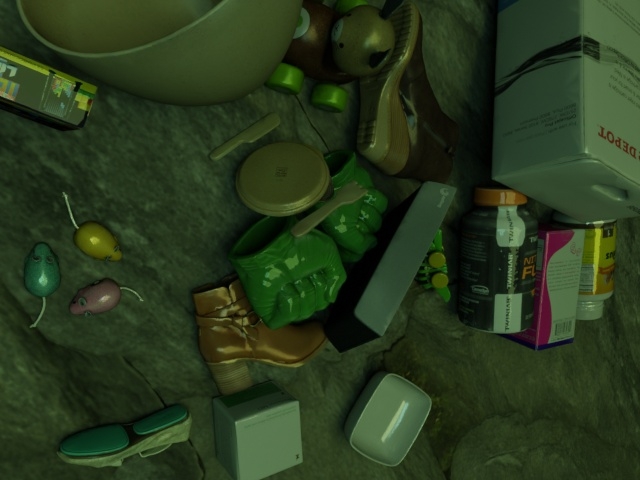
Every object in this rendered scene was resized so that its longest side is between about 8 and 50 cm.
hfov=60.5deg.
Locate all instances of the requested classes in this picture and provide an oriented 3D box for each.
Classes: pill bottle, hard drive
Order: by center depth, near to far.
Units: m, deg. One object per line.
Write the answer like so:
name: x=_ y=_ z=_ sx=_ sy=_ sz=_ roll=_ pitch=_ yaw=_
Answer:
hard drive: x=0.096 y=0.035 z=0.796 sx=0.054 sy=0.172 sz=0.255 roll=34 pitch=64 yaw=-5
pill bottle: x=0.310 y=0.027 z=0.959 sx=0.130 sy=0.130 sz=0.246 roll=-8 pitch=103 yaw=-30
pill bottle: x=0.527 y=0.045 z=1.103 sx=0.117 sy=0.117 sz=0.215 roll=-11 pitch=105 yaw=-30

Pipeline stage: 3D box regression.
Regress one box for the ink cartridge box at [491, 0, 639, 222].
ink cartridge box: x=0.438 y=-0.256 z=0.907 sx=0.285 sy=0.166 sz=0.395 roll=16 pitch=73 yaw=-33

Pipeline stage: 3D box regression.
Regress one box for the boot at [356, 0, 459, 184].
boot: x=0.150 y=-0.216 z=0.861 sx=0.206 sy=0.090 sz=0.249 roll=12 pitch=91 yaw=-45

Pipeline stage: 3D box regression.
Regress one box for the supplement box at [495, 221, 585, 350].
supplement box: x=0.413 y=0.081 z=1.043 sx=0.111 sy=0.114 sz=0.220 roll=-3 pitch=102 yaw=-30

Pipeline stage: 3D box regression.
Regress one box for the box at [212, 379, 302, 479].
box: x=-0.090 y=0.271 z=0.781 sx=0.101 sy=0.087 sz=0.102 roll=-9 pitch=104 yaw=-30

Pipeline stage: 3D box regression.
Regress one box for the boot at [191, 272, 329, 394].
boot: x=-0.079 y=0.110 z=0.772 sx=0.197 sy=0.073 sz=0.153 roll=-21 pitch=103 yaw=-33

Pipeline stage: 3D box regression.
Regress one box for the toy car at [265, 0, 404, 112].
toy car: x=0.034 y=-0.260 z=0.701 sx=0.148 sy=0.188 sz=0.155 roll=14 pitch=91 yaw=-33

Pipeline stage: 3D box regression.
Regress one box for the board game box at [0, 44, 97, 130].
board game box: x=-0.320 y=-0.158 z=0.529 sx=0.170 sy=0.141 sz=0.048 roll=19 pitch=87 yaw=-33

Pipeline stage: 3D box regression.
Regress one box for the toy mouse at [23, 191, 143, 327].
toy mouse: x=-0.291 y=0.050 z=0.650 sx=0.143 sy=0.031 sz=0.161 roll=-49 pitch=120 yaw=-15

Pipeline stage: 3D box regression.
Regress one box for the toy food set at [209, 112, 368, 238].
toy food set: x=-0.045 y=-0.079 z=0.715 sx=0.132 sy=0.192 sz=0.039 roll=-36 pitch=151 yaw=-19

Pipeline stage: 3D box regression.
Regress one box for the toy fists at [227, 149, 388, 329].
toy fists: x=0.000 y=0.000 z=0.759 sx=0.279 sy=0.096 sz=0.142 roll=-51 pitch=128 yaw=-35

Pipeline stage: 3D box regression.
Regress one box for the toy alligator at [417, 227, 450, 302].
toy alligator: x=0.184 y=0.019 z=0.929 sx=0.051 sy=0.056 sz=0.190 roll=-8 pitch=107 yaw=12

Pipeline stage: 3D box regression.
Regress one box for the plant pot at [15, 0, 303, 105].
plant pot: x=-0.134 y=-0.254 z=0.580 sx=0.284 sy=0.284 sz=0.191 roll=-59 pitch=156 yaw=-9

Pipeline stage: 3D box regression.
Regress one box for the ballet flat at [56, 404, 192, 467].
ballet flat: x=-0.245 y=0.263 z=0.705 sx=0.168 sy=0.057 sz=0.053 roll=-8 pitch=113 yaw=-30

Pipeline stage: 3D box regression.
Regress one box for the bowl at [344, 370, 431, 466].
bowl: x=0.108 y=0.297 z=0.929 sx=0.142 sy=0.053 sz=0.142 roll=38 pitch=78 yaw=-31
